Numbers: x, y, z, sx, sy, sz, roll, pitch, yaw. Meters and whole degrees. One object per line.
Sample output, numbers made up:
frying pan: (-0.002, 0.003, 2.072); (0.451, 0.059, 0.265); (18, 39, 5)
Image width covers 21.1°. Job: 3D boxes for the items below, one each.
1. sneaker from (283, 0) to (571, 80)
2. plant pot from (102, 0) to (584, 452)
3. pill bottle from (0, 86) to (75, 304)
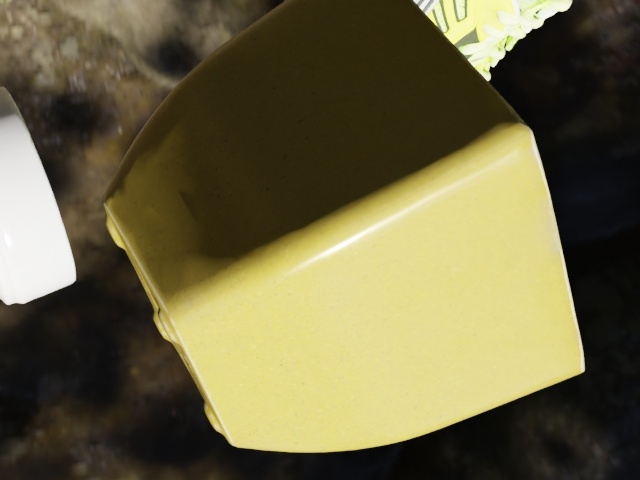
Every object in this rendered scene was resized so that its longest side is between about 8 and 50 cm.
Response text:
sneaker: (0.073, -0.153, 1.112); (0.145, 0.147, 0.385); (-24, 140, -38)
plant pot: (0.000, 0.000, 0.392); (0.083, 0.081, 0.081); (-28, 136, -8)
pill bottle: (-0.302, 0.019, 0.985); (0.301, 0.169, 0.169); (-21, 123, -12)
